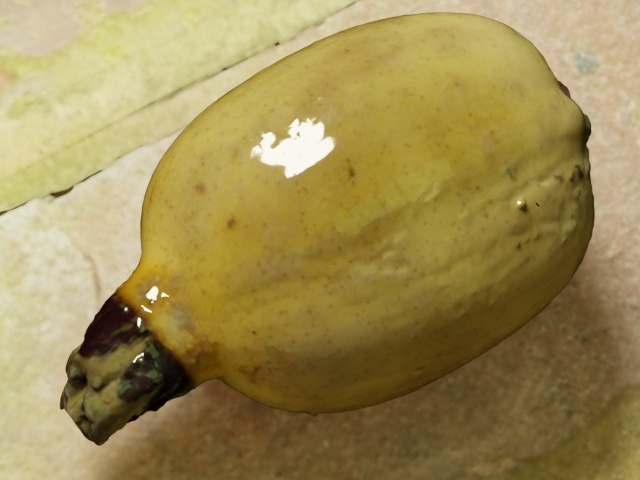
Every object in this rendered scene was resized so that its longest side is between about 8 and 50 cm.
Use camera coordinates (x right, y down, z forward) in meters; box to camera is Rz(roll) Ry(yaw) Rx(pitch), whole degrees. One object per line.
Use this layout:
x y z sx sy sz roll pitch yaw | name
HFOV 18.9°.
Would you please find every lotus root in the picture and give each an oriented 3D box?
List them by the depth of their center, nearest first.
0.000 0.000 0.974 0.310 0.183 0.182 -28 89 -17 | lotus root
